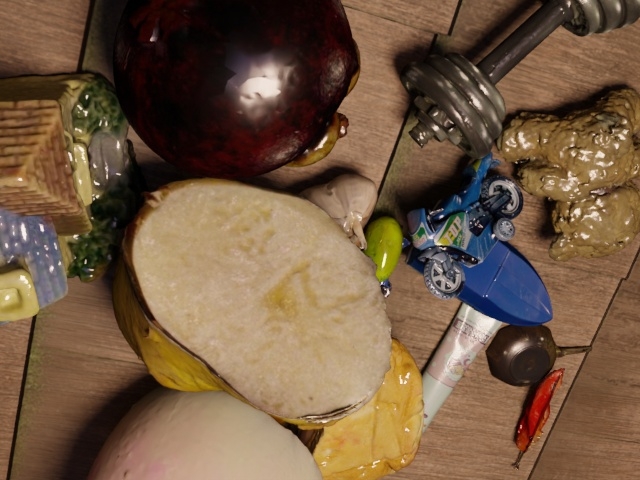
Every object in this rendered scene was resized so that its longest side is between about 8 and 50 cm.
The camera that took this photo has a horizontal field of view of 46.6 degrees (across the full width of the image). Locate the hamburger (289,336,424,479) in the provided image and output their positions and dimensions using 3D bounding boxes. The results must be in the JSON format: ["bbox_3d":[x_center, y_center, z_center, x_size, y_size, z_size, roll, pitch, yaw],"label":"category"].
[{"bbox_3d":[0.072,0.285,1.250,0.209,0.162,0.330,12,106,-20],"label":"hamburger"}]

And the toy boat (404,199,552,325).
[{"bbox_3d":[0.280,0.059,1.239,0.295,0.088,0.129,33,80,-18],"label":"toy boat"}]

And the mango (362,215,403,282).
[{"bbox_3d":[0.096,0.015,1.171,0.056,0.073,0.108,19,74,-28],"label":"mango"}]

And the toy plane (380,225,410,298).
[{"bbox_3d":[0.099,0.055,1.230,0.062,0.054,0.167,32,103,4],"label":"toy plane"}]

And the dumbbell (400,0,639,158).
[{"bbox_3d":[0.286,-0.282,1.069,0.406,0.179,0.179,-42,114,4],"label":"dumbbell"}]

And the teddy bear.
[{"bbox_3d":[0.435,-0.094,1.192,0.267,0.156,0.256,-17,116,-8],"label":"teddy bear"}]

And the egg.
[{"bbox_3d":[-0.203,0.441,1.086,0.354,0.340,0.355,16,135,17],"label":"egg"}]

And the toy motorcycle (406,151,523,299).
[{"bbox_3d":[0.212,-0.032,1.123,0.135,0.092,0.254,45,63,-4],"label":"toy motorcycle"}]

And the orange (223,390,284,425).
[{"bbox_3d":[-0.110,0.233,1.192,0.134,0.155,0.155,-22,114,2],"label":"orange"}]

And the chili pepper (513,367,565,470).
[{"bbox_3d":[0.402,0.330,1.392,0.059,0.050,0.268,-22,133,-37],"label":"chili pepper"}]

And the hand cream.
[{"bbox_3d":[0.222,0.229,1.326,0.085,0.058,0.331,30,97,-2],"label":"hand cream"}]

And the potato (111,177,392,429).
[{"bbox_3d":[-0.112,0.111,1.037,0.397,0.290,0.296,32,146,4],"label":"potato"}]

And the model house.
[{"bbox_3d":[-0.370,-0.049,0.960,0.261,0.266,0.321,-6,112,-6],"label":"model house"}]

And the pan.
[{"bbox_3d":[0.407,0.200,1.355,0.202,0.048,0.128,-21,117,-3],"label":"pan"}]

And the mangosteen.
[{"bbox_3d":[-0.089,-0.211,0.952,0.307,0.307,0.347,-49,143,8],"label":"mangosteen"}]

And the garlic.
[{"bbox_3d":[0.000,0.000,1.122,0.142,0.178,0.229,23,94,2],"label":"garlic"}]
